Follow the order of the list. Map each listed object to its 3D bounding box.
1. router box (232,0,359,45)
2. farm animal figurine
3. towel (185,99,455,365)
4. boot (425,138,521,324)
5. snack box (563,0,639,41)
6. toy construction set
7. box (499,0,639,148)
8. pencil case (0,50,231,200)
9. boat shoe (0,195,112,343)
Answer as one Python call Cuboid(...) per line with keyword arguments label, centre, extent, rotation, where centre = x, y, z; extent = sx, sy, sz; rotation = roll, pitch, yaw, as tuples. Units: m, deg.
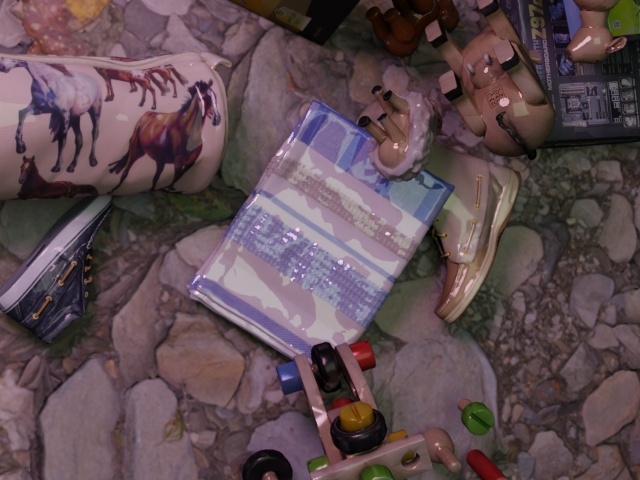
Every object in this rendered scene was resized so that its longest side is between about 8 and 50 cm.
Cuboid(label="router box", centre=(-0.052, -0.347, 1.267), extent=(0.243, 0.309, 0.081), rotation=(24, 76, -9))
Cuboid(label="farm animal figurine", centre=(0.223, -0.221, 1.303), extent=(0.172, 0.330, 0.327), rotation=(43, 44, -38))
Cuboid(label="towel", centre=(0.000, 0.000, 1.349), extent=(0.209, 0.034, 0.285), rotation=(33, 90, 0))
Cuboid(label="boot", centre=(0.139, -0.020, 1.402), extent=(0.165, 0.077, 0.213), rotation=(24, 79, -8))
Cuboid(label="snack box", centre=(0.388, -0.338, 1.415), extent=(0.207, 0.070, 0.175), rotation=(-14, 92, -36))
Cuboid(label="toy construction set", centre=(0.086, 0.262, 1.256), extent=(0.308, 0.237, 0.257), rotation=(6, 101, -16))
Cuboid(label="box", centre=(0.334, -0.240, 1.474), extent=(0.183, 0.059, 0.233), rotation=(-5, 85, -17))
Cuboid(label="pencil case", centre=(-0.303, -0.134, 1.231), extent=(0.410, 0.160, 0.184), rotation=(-2, 125, -25))
Cuboid(label="boat shoe", centre=(-0.286, 0.029, 1.309), extent=(0.083, 0.065, 0.183), rotation=(46, 73, -22))
